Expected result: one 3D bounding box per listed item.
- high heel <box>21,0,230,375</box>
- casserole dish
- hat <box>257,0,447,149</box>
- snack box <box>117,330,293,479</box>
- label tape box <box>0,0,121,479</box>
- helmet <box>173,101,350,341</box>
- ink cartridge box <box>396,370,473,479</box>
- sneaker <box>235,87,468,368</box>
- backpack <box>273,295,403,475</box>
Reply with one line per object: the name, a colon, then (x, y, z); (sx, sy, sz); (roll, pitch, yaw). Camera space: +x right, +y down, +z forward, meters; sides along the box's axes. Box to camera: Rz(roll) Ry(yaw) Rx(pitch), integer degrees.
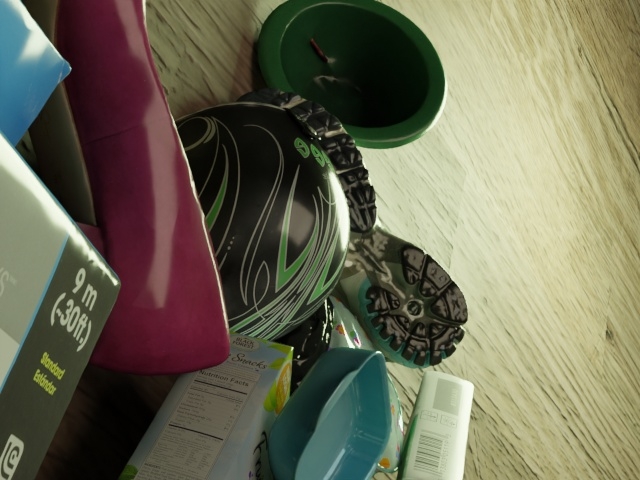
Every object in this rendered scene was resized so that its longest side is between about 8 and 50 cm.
high heel: (-0.121, -0.103, 0.867); (0.181, 0.127, 0.377); (16, 80, -31)
casserole dish: (0.006, 0.143, 0.922); (0.114, 0.037, 0.188); (-54, 157, -24)
hat: (0.016, -0.117, 1.256); (0.209, 0.183, 0.173); (9, 60, -16)
snack box: (-0.085, 0.190, 0.879); (0.207, 0.070, 0.174); (-64, 163, -46)
label tape box: (-0.193, 0.015, 0.597); (0.249, 0.115, 0.347); (69, 43, -65)
helmet: (-0.060, -0.002, 0.958); (0.169, 0.169, 0.161); (36, 39, -52)
ink cartridge box: (0.079, 0.255, 1.157); (0.181, 0.056, 0.224); (-68, 174, -65)
sneaker: (0.000, 0.000, 1.132); (0.110, 0.122, 0.283); (-38, 97, -25)
backpack: (-0.006, 0.127, 1.056); (0.182, 0.115, 0.152); (62, 32, -36)
